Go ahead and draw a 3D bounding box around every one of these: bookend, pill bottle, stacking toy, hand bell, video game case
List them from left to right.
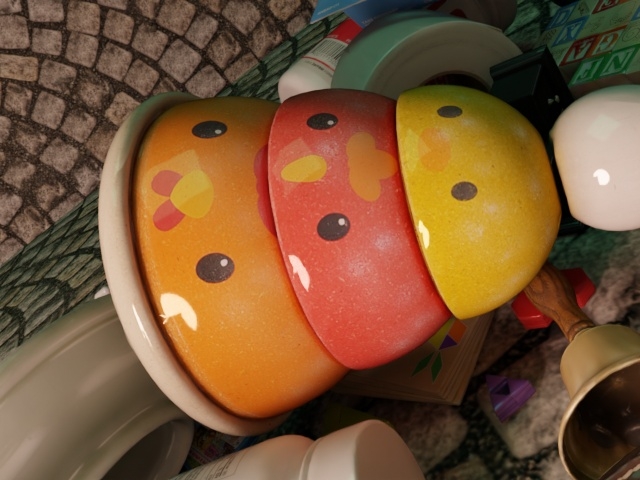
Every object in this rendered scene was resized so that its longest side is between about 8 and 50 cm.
[{"bbox_3d":[-0.106,0.221,0.782,0.166,0.015,0.119,-47,28,-18],"label":"video game case"},{"bbox_3d":[-0.057,0.255,0.503,0.283,0.160,0.160,-27,28,21],"label":"pill bottle"},{"bbox_3d":[0.143,-0.319,1.091,0.408,0.229,0.229,-43,27,-10],"label":"pill bottle"},{"bbox_3d":[0.085,-0.035,0.567,0.480,0.350,0.350,-17,32,20],"label":"stacking toy"},{"bbox_3d":[0.246,-0.110,0.712,0.072,0.157,0.156,-15,34,41],"label":"bookend"},{"bbox_3d":[0.216,0.076,0.516,0.126,0.126,0.242,-32,21,12],"label":"hand bell"}]

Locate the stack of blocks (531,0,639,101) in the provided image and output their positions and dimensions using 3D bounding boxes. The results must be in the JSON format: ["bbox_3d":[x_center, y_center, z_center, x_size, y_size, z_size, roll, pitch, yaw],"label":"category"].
[{"bbox_3d":[0.376,-0.226,0.742,0.171,0.087,0.297,-56,20,-9],"label":"stack of blocks"}]

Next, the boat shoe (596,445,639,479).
[{"bbox_3d":[0.123,0.238,0.320,0.342,0.123,0.123,-46,45,-11],"label":"boat shoe"}]

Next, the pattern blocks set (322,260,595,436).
[{"bbox_3d":[0.100,0.108,0.686,0.285,0.026,0.325,-48,31,-21],"label":"pattern blocks set"}]

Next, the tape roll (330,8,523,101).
[{"bbox_3d":[0.147,-0.184,0.856,0.246,0.246,0.169,-35,27,7],"label":"tape roll"}]

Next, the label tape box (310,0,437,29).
[{"bbox_3d":[0.156,-0.418,0.901,0.249,0.115,0.347,-9,48,36],"label":"label tape box"}]

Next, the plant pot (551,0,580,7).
[{"bbox_3d":[0.466,-0.413,0.827,0.272,0.271,0.255,-35,37,6],"label":"plant pot"}]

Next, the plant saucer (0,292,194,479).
[{"bbox_3d":[-0.234,0.240,0.637,0.101,0.400,0.400,30,63,17],"label":"plant saucer"}]

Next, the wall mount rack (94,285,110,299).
[{"bbox_3d":[-0.271,0.013,1.187,0.304,0.130,0.350,-31,28,14],"label":"wall mount rack"}]
